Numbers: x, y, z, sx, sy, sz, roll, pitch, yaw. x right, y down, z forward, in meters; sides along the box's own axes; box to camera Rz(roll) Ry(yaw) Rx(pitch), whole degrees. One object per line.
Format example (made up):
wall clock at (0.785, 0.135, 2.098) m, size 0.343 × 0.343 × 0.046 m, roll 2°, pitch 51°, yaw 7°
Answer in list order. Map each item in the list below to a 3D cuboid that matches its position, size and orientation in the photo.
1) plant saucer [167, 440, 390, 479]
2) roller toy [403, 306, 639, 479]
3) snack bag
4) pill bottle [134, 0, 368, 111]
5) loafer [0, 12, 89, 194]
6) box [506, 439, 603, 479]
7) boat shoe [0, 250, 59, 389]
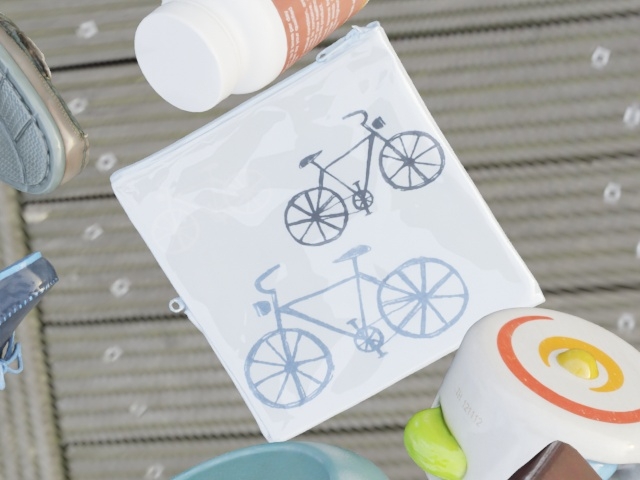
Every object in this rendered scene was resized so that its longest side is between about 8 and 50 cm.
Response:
plant saucer at (-0.090, 0.255, 1.506) m, size 0.317 × 0.317 × 0.044 m, roll -22°, pitch 113°, yaw 17°
roller toy at (0.191, 0.150, 1.571) m, size 0.191 × 0.209 × 0.146 m, roll 30°, pitch 120°, yaw 16°
snack bag at (0.000, 0.000, 1.865) m, size 0.323 × 0.037 × 0.342 m, roll -30°, pitch 107°, yaw 11°
pill bottle at (-0.056, -0.200, 1.610) m, size 0.121 × 0.216 × 0.121 m, roll 23°, pitch 135°, yaw 25°
loafer at (-0.236, -0.132, 1.301) m, size 0.267 × 0.084 × 0.096 m, roll 40°, pitch 132°, yaw 27°
box at (0.041, 0.245, 0.650) m, size 0.191 × 0.381 × 0.143 m, roll 48°, pitch 125°, yaw 4°
boat shoe at (-0.314, 0.108, 1.677) m, size 0.258 × 0.109 × 0.089 m, roll -39°, pitch 87°, yaw 26°
